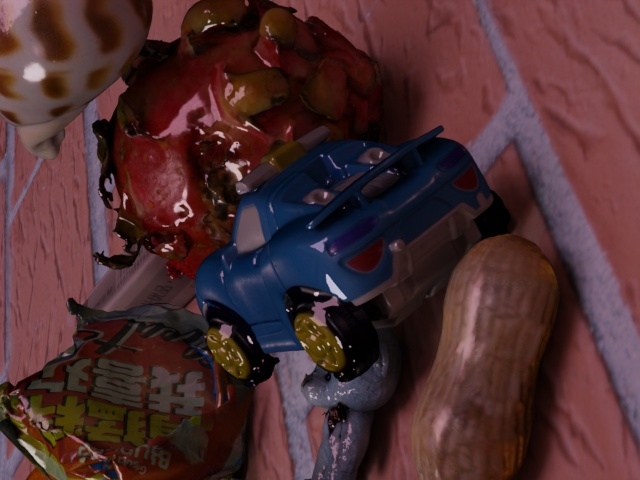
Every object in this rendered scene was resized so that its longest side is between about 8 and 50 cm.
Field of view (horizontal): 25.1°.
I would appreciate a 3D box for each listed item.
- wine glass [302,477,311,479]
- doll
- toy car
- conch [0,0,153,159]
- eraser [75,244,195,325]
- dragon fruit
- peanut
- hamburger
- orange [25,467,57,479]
[{"bbox_3d":[-0.003,0.294,1.126,0.111,0.111,0.204,-32,48,55],"label":"wine glass"},{"bbox_3d":[0.012,0.145,1.226,0.180,0.075,0.120,-68,21,10],"label":"doll"},{"bbox_3d":[0.000,0.000,1.157,0.198,0.166,0.314,-36,11,-27],"label":"toy car"},{"bbox_3d":[-0.233,-0.202,1.284,0.275,0.148,0.183,-49,23,29],"label":"conch"},{"bbox_3d":[-0.193,0.041,1.698,0.352,0.089,0.061,-44,40,48],"label":"eraser"},{"bbox_3d":[-0.074,-0.108,1.358,0.291,0.269,0.250,-48,45,49],"label":"dragon fruit"},{"bbox_3d":[0.117,0.096,1.030,0.087,0.087,0.207,0,75,64],"label":"peanut"},{"bbox_3d":[-0.187,0.186,1.484,0.276,0.260,0.151,-53,-26,-50],"label":"hamburger"},{"bbox_3d":[-0.258,0.311,1.583,0.193,0.161,0.193,-37,39,37],"label":"orange"}]
